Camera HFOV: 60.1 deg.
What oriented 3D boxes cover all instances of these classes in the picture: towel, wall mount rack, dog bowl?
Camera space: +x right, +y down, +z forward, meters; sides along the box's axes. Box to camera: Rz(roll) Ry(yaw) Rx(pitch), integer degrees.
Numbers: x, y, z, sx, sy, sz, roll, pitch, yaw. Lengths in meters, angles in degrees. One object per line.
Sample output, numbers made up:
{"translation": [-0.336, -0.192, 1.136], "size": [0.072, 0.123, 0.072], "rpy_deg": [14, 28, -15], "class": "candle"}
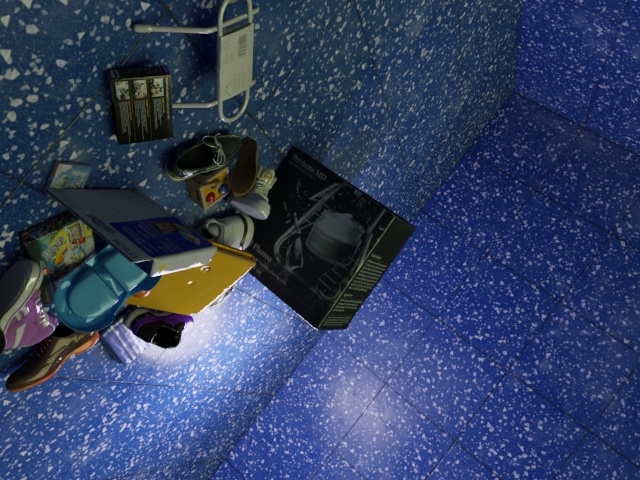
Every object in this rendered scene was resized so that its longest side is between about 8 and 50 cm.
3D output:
{"translation": [-0.582, 0.263, 1.885], "size": [0.336, 0.040, 0.243], "rpy_deg": [-43, 153, -26], "class": "towel"}
{"translation": [-0.281, -0.439, 1.340], "size": [0.304, 0.131, 0.349], "rpy_deg": [-40, 154, -36], "class": "wall mount rack"}
{"translation": [-0.554, 0.105, 1.448], "size": [0.297, 0.074, 0.165], "rpy_deg": [-44, 115, -22], "class": "dog bowl"}

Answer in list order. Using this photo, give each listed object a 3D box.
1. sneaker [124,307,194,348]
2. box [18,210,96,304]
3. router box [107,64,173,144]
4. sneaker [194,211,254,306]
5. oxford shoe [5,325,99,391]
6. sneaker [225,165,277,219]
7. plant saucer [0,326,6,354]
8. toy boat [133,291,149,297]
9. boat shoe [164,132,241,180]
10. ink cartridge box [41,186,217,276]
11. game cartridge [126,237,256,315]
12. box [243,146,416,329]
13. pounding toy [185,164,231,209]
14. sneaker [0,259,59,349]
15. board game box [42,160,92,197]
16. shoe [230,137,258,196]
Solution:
{"translation": [-0.507, 0.307, 1.851], "size": [0.102, 0.146, 0.293], "rpy_deg": [-60, 154, 7], "class": "sneaker"}
{"translation": [-0.655, 0.040, 1.404], "size": [0.159, 0.044, 0.233], "rpy_deg": [-34, 150, -38], "class": "box"}
{"translation": [-0.416, -0.313, 1.292], "size": [0.133, 0.046, 0.178], "rpy_deg": [-12, 140, -24], "class": "router box"}
{"translation": [-0.373, 0.071, 1.877], "size": [0.210, 0.137, 0.365], "rpy_deg": [-5, 124, -58], "class": "sneaker"}
{"translation": [-0.765, 0.310, 1.553], "size": [0.271, 0.097, 0.098], "rpy_deg": [-42, 135, -35], "class": "oxford shoe"}
{"translation": [-0.200, -0.165, 1.749], "size": [0.108, 0.293, 0.169], "rpy_deg": [39, 82, -26], "class": "sneaker"}
{"translation": [-0.813, 0.218, 1.276], "size": [0.169, 0.029, 0.168], "rpy_deg": [-4, 123, -7], "class": "plant saucer"}
{"translation": [-0.540, 0.105, 1.576], "size": [0.231, 0.151, 0.151], "rpy_deg": [-59, 157, 14], "class": "toy boat"}
{"translation": [-0.319, -0.245, 1.561], "size": [0.255, 0.095, 0.079], "rpy_deg": [-27, -172, -36], "class": "boat shoe"}
{"translation": [-0.453, -0.026, 1.324], "size": [0.072, 0.304, 0.307], "rpy_deg": [-61, 161, 19], "class": "ink cartridge box"}
{"translation": [-0.411, 0.117, 1.743], "size": [0.324, 0.052, 0.285], "rpy_deg": [-39, 143, 24], "class": "game cartridge"}
{"translation": [0.000, 0.000, 2.025], "size": [0.471, 0.480, 0.297], "rpy_deg": [-56, 156, 6], "class": "box"}
{"translation": [-0.332, -0.169, 1.644], "size": [0.130, 0.100, 0.141], "rpy_deg": [-41, 154, -27], "class": "pounding toy"}
{"translation": [-0.715, 0.159, 1.371], "size": [0.161, 0.102, 0.282], "rpy_deg": [10, 126, -51], "class": "sneaker"}
{"translation": [-0.593, -0.141, 1.296], "size": [0.090, 0.020, 0.090], "rpy_deg": [-4, 127, -62], "class": "board game box"}
{"translation": [-0.231, -0.217, 1.701], "size": [0.058, 0.077, 0.218], "rpy_deg": [111, -11, -57], "class": "shoe"}
